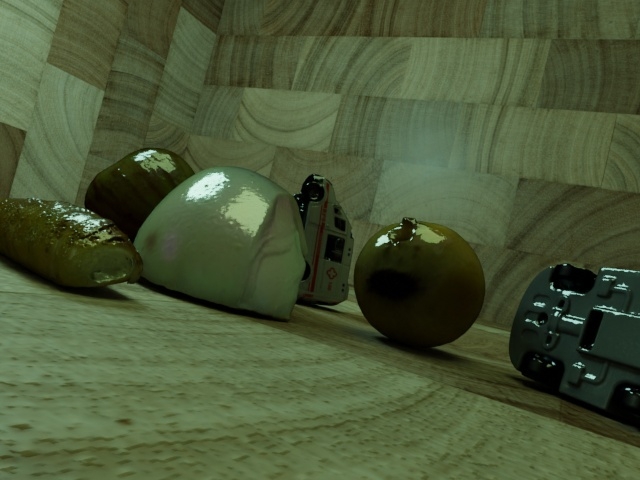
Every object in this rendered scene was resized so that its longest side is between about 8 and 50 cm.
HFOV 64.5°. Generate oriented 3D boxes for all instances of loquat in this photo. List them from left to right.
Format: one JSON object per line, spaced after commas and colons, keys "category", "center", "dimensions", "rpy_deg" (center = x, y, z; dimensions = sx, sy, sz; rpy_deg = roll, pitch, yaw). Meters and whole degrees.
{"category": "loquat", "center": [0.113, 0.051, 0.588], "dimensions": [0.163, 0.163, 0.137], "rpy_deg": [13, 33, 10]}

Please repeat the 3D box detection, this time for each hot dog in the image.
{"category": "hot dog", "center": [-0.267, -0.007, 0.493], "dimensions": [0.289, 0.068, 0.083], "rpy_deg": [13, 5, 41]}

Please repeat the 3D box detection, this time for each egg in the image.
{"category": "egg", "center": [-0.113, -0.013, 0.627], "dimensions": [0.207, 0.161, 0.271], "rpy_deg": [15, -4, -1]}

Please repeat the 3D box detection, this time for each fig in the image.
{"category": "fig", "center": [-0.267, -0.031, 0.940], "dimensions": [0.321, 0.217, 0.217], "rpy_deg": [36, 5, 18]}

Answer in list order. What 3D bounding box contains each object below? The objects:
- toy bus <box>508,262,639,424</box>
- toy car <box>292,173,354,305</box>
{"category": "toy bus", "center": [0.295, 0.103, 0.471], "dimensions": [0.136, 0.126, 0.209], "rpy_deg": [24, -7, -22]}
{"category": "toy car", "center": [0.000, 0.000, 0.819], "dimensions": [0.108, 0.209, 0.089], "rpy_deg": [13, -14, -16]}
